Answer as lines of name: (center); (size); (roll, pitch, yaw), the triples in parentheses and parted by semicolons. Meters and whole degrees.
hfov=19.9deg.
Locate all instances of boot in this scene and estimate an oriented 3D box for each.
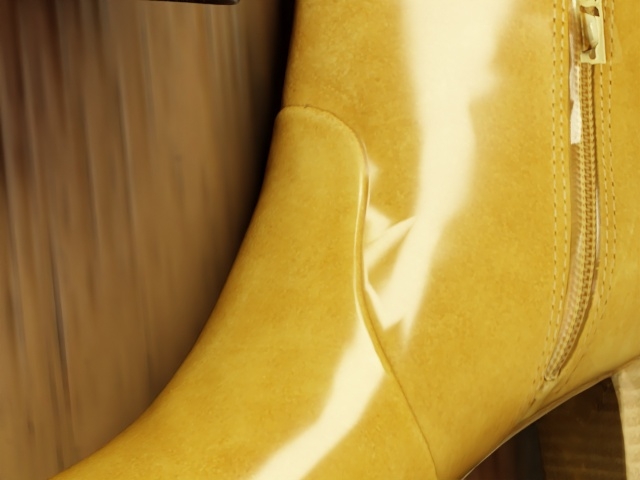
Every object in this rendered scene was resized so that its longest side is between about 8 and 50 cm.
boot: (0.001, 0.000, 0.528); (0.295, 0.104, 0.211); (-5, 87, -29)

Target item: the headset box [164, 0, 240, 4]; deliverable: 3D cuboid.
headset box: (-0.113, -0.211, 0.400); (0.293, 0.110, 0.218); (28, 78, -42)
